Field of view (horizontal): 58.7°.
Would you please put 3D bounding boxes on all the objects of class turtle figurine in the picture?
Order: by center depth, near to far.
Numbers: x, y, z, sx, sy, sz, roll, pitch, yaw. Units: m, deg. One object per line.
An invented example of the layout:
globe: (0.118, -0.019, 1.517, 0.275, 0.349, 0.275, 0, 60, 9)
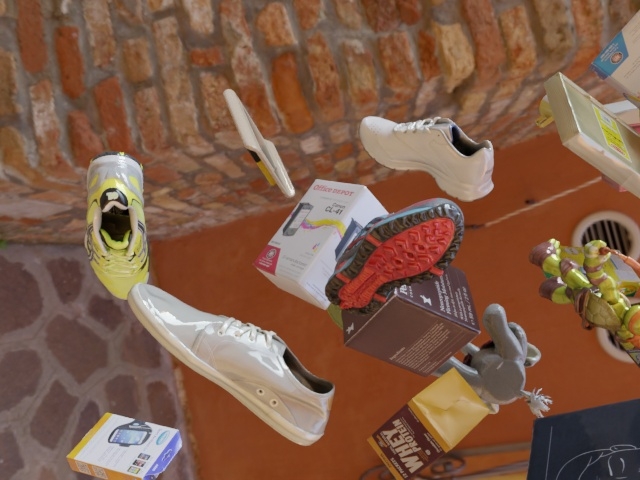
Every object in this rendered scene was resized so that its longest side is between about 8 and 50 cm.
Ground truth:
turtle figurine: (0.406, 0.093, 0.828, 0.269, 0.087, 0.217, 47, -1, -26)

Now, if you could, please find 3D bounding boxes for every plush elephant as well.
plush elephant: (0.495, 0.367, 1.648, 0.330, 0.272, 0.255, 42, -3, 6)

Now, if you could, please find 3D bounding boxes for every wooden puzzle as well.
wooden puzzle: (-0.158, -0.236, 1.427, 0.239, 0.044, 0.221, 49, 13, -56)

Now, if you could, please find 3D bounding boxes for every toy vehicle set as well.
toy vehicle set: (0.531, -0.187, 1.057, 0.266, 0.035, 0.166, 25, 48, -25)

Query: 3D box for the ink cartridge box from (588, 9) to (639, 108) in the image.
ink cartridge box: (0.774, -0.400, 1.310, 0.232, 0.171, 0.168, 43, 23, 9)

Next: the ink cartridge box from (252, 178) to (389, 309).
ink cartridge box: (0.000, 0.000, 1.491, 0.131, 0.226, 0.306, 44, 73, -35)

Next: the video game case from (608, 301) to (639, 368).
video game case: (0.674, 0.213, 1.031, 0.248, 0.035, 0.275, 51, -15, 6)

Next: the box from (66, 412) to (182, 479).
box: (-0.246, 0.273, 0.737, 0.081, 0.136, 0.028, -53, 145, -54)

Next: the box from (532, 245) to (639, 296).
box: (0.502, 0.057, 1.092, 0.105, 0.179, 0.043, -89, -174, -55)

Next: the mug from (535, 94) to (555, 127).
mug: (0.502, -0.271, 1.202, 0.064, 0.062, 0.078, -92, -162, -66)

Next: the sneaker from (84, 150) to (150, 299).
sneaker: (-0.444, 0.002, 1.218, 0.147, 0.145, 0.385, -104, -163, -46)

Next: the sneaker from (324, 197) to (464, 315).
sneaker: (0.091, -0.002, 0.760, 0.104, 0.262, 0.125, 31, 53, -15)

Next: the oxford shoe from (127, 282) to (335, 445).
oxford shoe: (-0.156, 0.205, 1.067, 0.449, 0.130, 0.169, 36, 5, -2)

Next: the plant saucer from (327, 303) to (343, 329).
plant saucer: (0.056, 0.168, 1.622, 0.241, 0.037, 0.241, 47, -31, 40)

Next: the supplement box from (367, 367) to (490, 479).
supplement box: (0.250, 0.430, 1.321, 0.191, 0.194, 0.129, -18, 61, -47)

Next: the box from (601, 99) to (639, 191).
box: (0.886, -0.275, 1.629, 0.149, 0.126, 0.233, -71, 149, -69)

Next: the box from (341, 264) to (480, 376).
box: (0.169, 0.131, 1.110, 0.203, 0.167, 0.169, 24, 37, -21)

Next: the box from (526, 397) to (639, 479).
box: (0.510, 0.396, 0.797, 0.212, 0.395, 0.294, 47, 44, -14)

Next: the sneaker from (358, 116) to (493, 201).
sneaker: (0.211, -0.193, 1.118, 0.111, 0.297, 0.129, -50, 154, -34)
